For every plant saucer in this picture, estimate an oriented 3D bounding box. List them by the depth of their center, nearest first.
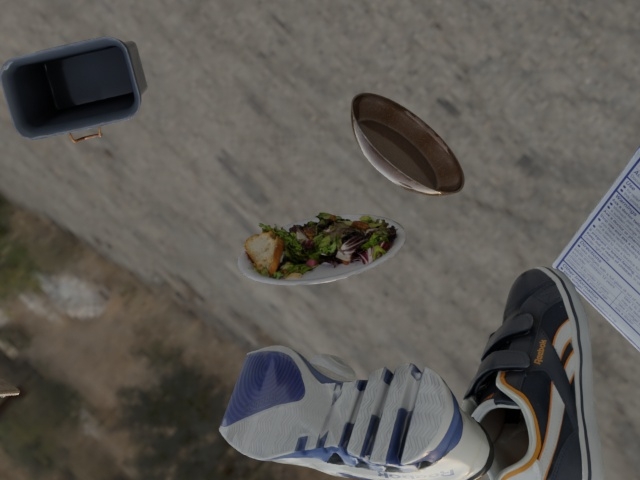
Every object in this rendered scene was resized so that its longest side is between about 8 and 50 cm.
[{"bbox_3d":[0.114,-0.126,1.960,0.199,0.036,0.198,30,-152,-18],"label":"plant saucer"}]

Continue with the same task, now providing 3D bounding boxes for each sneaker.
[{"bbox_3d":[0.054,0.208,1.449,0.315,0.127,0.182,2,153,45],"label":"sneaker"},{"bbox_3d":[0.227,0.153,1.561,0.127,0.321,0.126,12,138,-17],"label":"sneaker"}]

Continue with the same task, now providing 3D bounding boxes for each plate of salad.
[{"bbox_3d":[0.000,0.000,1.634,0.200,0.200,0.048,22,128,55],"label":"plate of salad"}]

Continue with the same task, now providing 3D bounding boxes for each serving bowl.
[{"bbox_3d":[0.025,0.205,2.263,0.083,0.027,0.083,29,-171,-5],"label":"serving bowl"}]

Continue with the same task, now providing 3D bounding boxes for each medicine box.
[{"bbox_3d":[0.454,0.019,1.643,0.263,0.149,0.289,46,151,13],"label":"medicine box"}]

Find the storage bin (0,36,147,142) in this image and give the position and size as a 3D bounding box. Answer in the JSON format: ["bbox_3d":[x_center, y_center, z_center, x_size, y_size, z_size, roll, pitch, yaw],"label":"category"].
[{"bbox_3d":[-0.238,-0.155,1.423,0.091,0.135,0.098,-60,-43,-72],"label":"storage bin"}]

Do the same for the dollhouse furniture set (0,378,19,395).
[{"bbox_3d":[-0.565,0.285,2.180,0.123,0.151,0.144,0,-167,-40],"label":"dollhouse furniture set"}]
